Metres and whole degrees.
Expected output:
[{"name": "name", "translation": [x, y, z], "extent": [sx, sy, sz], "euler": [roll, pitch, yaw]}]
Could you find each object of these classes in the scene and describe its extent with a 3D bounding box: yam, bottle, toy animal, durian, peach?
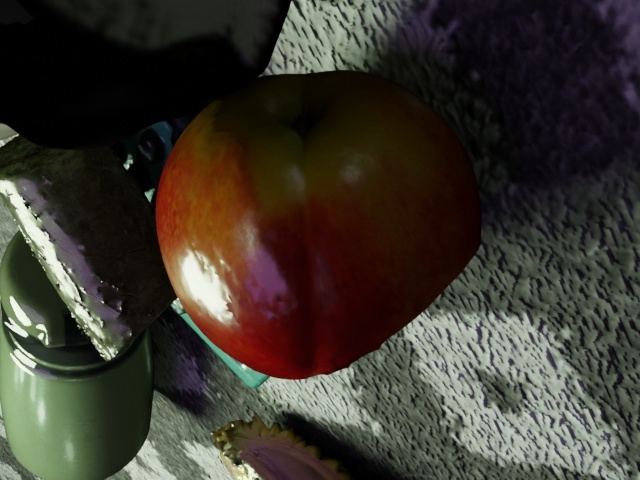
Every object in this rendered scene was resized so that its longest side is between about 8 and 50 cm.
[{"name": "yam", "translation": [-0.168, -0.004, 0.712], "extent": [0.107, 0.107, 0.183], "euler": [-10, 116, 52]}, {"name": "bottle", "translation": [-0.250, 0.108, 0.978], "extent": [0.168, 0.168, 0.347], "euler": [35, 142, 15]}, {"name": "toy animal", "translation": [-0.178, -0.155, 0.527], "extent": [0.310, 0.251, 0.251], "euler": [-5, 123, 51]}, {"name": "durian", "translation": [0.035, 0.288, 0.915], "extent": [0.341, 0.112, 0.191], "euler": [30, 155, 36]}, {"name": "peach", "translation": [0.000, 0.000, 0.552], "extent": [0.190, 0.190, 0.192], "euler": [18, 140, 35]}]

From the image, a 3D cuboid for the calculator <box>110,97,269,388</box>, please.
[{"name": "calculator", "translation": [-0.093, -0.010, 0.764], "extent": [0.274, 0.058, 0.248], "euler": [45, 146, 2]}]
